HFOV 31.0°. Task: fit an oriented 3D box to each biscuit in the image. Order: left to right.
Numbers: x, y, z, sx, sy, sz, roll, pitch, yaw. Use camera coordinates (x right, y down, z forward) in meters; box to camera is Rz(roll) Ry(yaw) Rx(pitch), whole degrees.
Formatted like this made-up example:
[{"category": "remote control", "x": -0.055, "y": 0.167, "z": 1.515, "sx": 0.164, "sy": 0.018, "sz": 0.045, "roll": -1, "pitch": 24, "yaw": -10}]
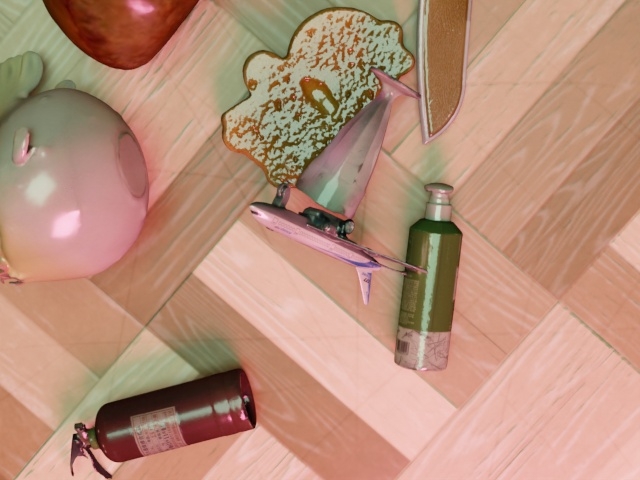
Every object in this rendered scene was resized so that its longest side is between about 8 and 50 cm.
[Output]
[{"category": "biscuit", "x": -0.003, "y": -0.165, "z": 1.272, "sx": 0.166, "sy": 0.036, "sz": 0.225, "roll": 39, "pitch": 96, "yaw": -8}]

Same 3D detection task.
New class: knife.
[{"category": "knife", "x": 0.135, "y": -0.275, "z": 1.255, "sx": 0.061, "sy": 0.027, "sz": 0.343, "roll": 1, "pitch": 99, "yaw": -13}]

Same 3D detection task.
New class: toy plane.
[{"category": "toy plane", "x": 0.002, "y": -0.002, "z": 1.203, "sx": 0.226, "sy": 0.226, "sz": 0.058, "roll": 15, "pitch": 73, "yaw": 42}]

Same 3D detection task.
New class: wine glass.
[{"category": "wine glass", "x": 0.039, "y": -0.106, "z": 1.234, "sx": 0.073, "sy": 0.073, "sz": 0.155, "roll": 29, "pitch": 96, "yaw": 0}]

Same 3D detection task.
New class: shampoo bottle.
[{"category": "shampoo bottle", "x": 0.121, "y": 0.038, "z": 1.274, "sx": 0.065, "sy": 0.065, "sz": 0.204, "roll": 6, "pitch": 98, "yaw": 3}]

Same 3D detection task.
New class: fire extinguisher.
[{"category": "fire extinguisher", "x": -0.186, "y": 0.217, "z": 1.312, "sx": 0.231, "sy": 0.071, "sz": 0.099, "roll": -17, "pitch": 122, "yaw": 6}]

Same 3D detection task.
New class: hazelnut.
[{"category": "hazelnut", "x": -0.213, "y": -0.293, "z": 1.200, "sx": 0.210, "sy": 0.186, "sz": 0.210, "roll": 2, "pitch": 114, "yaw": 4}]

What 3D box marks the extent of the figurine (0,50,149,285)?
[{"category": "figurine", "x": -0.381, "y": -0.076, "z": 1.259, "sx": 0.394, "sy": 0.226, "sz": 0.275, "roll": -8, "pitch": 64, "yaw": 15}]
